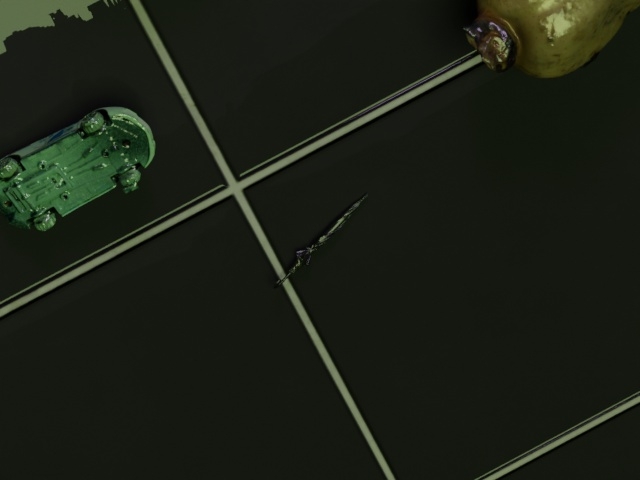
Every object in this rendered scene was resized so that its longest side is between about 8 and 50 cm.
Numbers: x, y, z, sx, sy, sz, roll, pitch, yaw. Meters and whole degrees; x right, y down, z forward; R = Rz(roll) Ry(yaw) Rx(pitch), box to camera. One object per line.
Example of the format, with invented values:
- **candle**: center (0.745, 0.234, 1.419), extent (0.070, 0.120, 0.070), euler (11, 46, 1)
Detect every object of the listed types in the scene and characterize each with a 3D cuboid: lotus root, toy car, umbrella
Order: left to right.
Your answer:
- **toy car**: center (-0.257, -0.078, 1.767), extent (0.186, 0.058, 0.093), euler (-27, 117, 11)
- **umbrella**: center (0.000, 0.001, 1.889), extent (0.149, 0.022, 0.022), euler (-44, 79, -3)
- **lotus root**: center (0.257, -0.260, 1.775), extent (0.257, 0.140, 0.154), euler (-31, 110, -7)
